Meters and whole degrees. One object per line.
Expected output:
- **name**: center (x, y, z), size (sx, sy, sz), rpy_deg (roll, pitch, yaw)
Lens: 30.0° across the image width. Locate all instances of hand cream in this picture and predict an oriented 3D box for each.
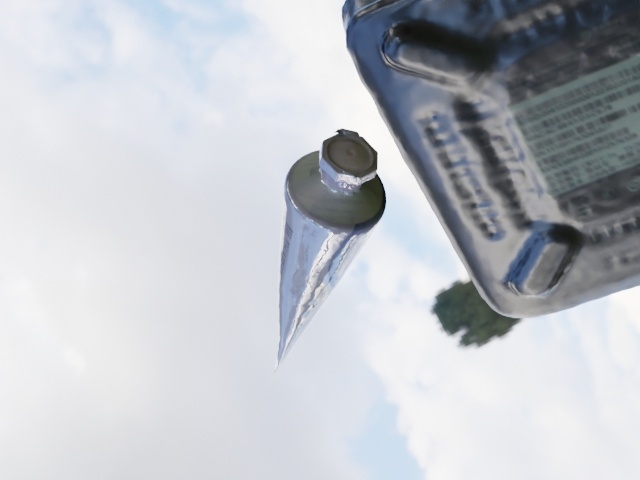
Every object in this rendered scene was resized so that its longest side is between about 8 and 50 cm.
- **hand cream**: center (0.000, 0.000, 0.632), size (0.053, 0.142, 0.084), rpy_deg (15, -131, -2)

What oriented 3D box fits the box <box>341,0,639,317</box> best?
- **box**: center (0.191, -0.092, 0.749), size (0.289, 0.290, 0.073), rpy_deg (59, -161, -32)
